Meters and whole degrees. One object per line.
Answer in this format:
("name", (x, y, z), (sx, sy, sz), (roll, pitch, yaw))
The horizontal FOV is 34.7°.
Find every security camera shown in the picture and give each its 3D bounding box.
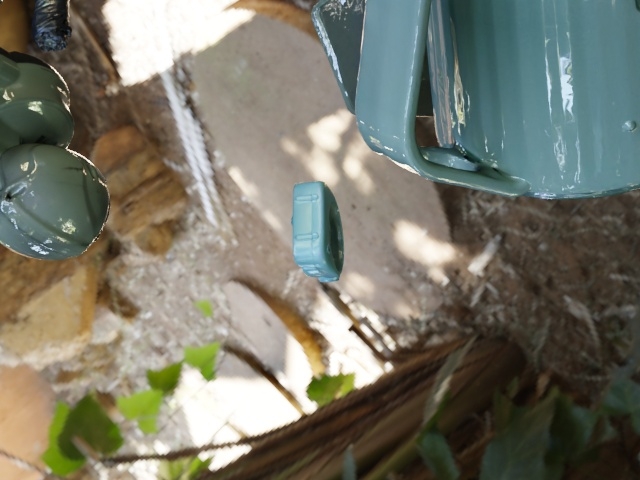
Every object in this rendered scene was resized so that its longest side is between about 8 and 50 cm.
("security camera", (-0.395, -0.099, 1.386), (0.277, 0.197, 0.191), (58, -168, 26))

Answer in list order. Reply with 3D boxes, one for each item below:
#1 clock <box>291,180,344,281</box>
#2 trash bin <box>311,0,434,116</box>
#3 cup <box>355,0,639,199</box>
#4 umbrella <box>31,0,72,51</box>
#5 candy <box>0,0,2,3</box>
("clock", (0.001, 0.000, 1.254), (0.045, 0.108, 0.147), (-4, 157, 12))
("trash bin", (0.123, -0.255, 1.362), (0.122, 0.240, 0.164), (-31, 75, 34))
("cup", (0.222, -0.239, 0.960), (0.310, 0.401, 0.392), (4, 133, 25))
("umbrella", (-0.285, -0.290, 1.116), (0.046, 0.188, 0.050), (-25, 147, 38))
("candy", (-0.549, -0.185, 1.126), (0.186, 0.386, 0.427), (25, -173, 12))
